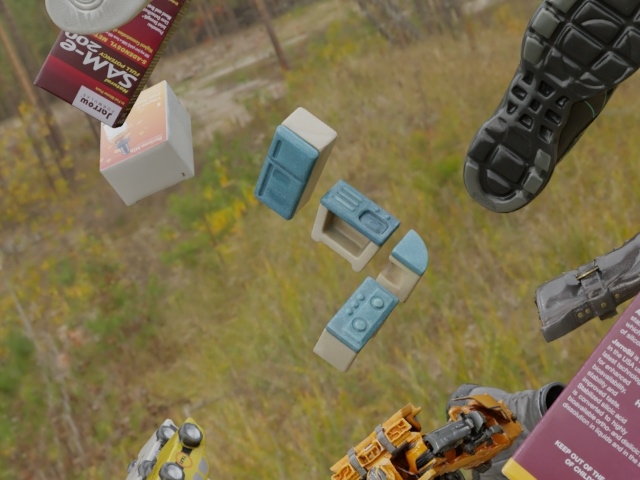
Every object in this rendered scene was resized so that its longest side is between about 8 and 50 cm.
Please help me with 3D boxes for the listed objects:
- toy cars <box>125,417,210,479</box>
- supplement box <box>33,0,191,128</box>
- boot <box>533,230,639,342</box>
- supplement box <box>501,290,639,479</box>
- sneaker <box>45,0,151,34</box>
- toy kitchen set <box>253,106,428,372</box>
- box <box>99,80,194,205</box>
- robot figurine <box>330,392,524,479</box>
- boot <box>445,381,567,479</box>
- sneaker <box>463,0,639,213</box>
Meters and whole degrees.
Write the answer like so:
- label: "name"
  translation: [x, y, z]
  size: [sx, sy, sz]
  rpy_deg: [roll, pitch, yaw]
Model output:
- label: "toy cars"
  translation: [-0.218, 0.346, 1.602]
  size: [0.176, 0.087, 0.394]
  rpy_deg: [-55, 8, -17]
- label: "supplement box"
  translation: [-0.280, -0.290, 1.554]
  size: [0.239, 0.130, 0.073]
  rpy_deg: [-60, 5, 7]
- label: "boot"
  translation: [0.350, 0.021, 1.300]
  size: [0.229, 0.091, 0.263]
  rpy_deg: [-29, 4, 21]
- label: "supplement box"
  translation: [0.203, 0.083, 0.664]
  size: [0.188, 0.081, 0.104]
  rpy_deg: [-55, -19, 12]
- label: "sneaker"
  translation: [-0.169, -0.280, 1.140]
  size: [0.217, 0.079, 0.121]
  rpy_deg: [-23, 12, 28]
- label: "toy kitchen set"
  translation: [0.000, 0.000, 1.149]
  size: [0.166, 0.207, 0.122]
  rpy_deg: [-47, -11, -37]
- label: "box"
  translation: [-0.290, -0.164, 1.876]
  size: [0.130, 0.091, 0.170]
  rpy_deg: [-23, 42, 11]
- label: "robot figurine"
  translation: [0.114, 0.242, 1.247]
  size: [0.211, 0.085, 0.291]
  rpy_deg: [-43, -22, 17]
- label: "boot"
  translation: [0.333, 0.368, 1.698]
  size: [0.118, 0.338, 0.223]
  rpy_deg: [-38, 20, -33]
- label: "sneaker"
  translation: [0.218, -0.149, 1.016]
  size: [0.267, 0.101, 0.106]
  rpy_deg: [-56, -7, 30]
